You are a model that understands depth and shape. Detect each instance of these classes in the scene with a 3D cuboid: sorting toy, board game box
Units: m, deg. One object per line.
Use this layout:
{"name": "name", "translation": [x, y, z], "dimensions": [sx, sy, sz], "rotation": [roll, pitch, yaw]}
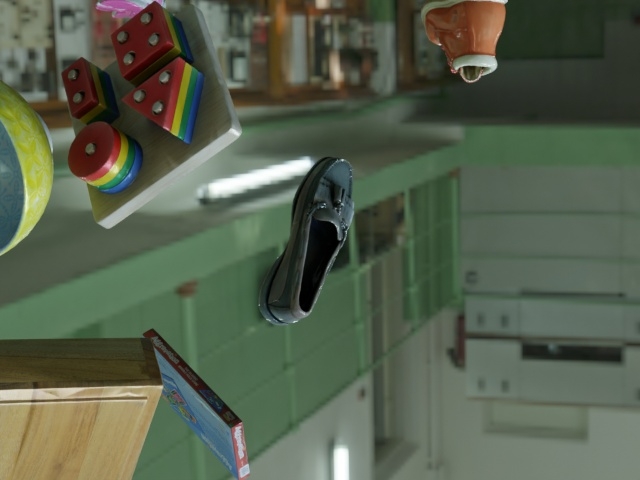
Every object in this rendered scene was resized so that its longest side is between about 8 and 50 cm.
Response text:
{"name": "sorting toy", "translation": [-0.266, -0.194, 1.868], "dimensions": [0.257, 0.255, 0.089], "rotation": [-33, 144, 19]}
{"name": "board game box", "translation": [-0.217, 0.284, 2.258], "dimensions": [0.027, 0.145, 0.281], "rotation": [-28, -133, -26]}

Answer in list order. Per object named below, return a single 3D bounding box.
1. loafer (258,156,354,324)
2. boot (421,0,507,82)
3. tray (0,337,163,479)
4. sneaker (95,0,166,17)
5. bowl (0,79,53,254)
{"name": "loafer", "translation": [0.000, 0.000, 1.866], "dimensions": [0.096, 0.267, 0.084], "rotation": [32, 160, -30]}
{"name": "boot", "translation": [0.131, -0.188, 1.219], "dimensions": [0.059, 0.085, 0.158], "rotation": [1, 180, -9]}
{"name": "tray", "translation": [-0.316, 0.270, 1.393], "dimensions": [0.202, 0.411, 0.076], "rotation": [1, -137, -24]}
{"name": "sneaker", "translation": [-0.329, -0.453, 2.295], "dimensions": [0.103, 0.111, 0.252], "rotation": [1, -177, 2]}
{"name": "bowl", "translation": [-0.490, -0.130, 1.915], "dimensions": [0.289, 0.289, 0.156], "rotation": [4, -158, 32]}
